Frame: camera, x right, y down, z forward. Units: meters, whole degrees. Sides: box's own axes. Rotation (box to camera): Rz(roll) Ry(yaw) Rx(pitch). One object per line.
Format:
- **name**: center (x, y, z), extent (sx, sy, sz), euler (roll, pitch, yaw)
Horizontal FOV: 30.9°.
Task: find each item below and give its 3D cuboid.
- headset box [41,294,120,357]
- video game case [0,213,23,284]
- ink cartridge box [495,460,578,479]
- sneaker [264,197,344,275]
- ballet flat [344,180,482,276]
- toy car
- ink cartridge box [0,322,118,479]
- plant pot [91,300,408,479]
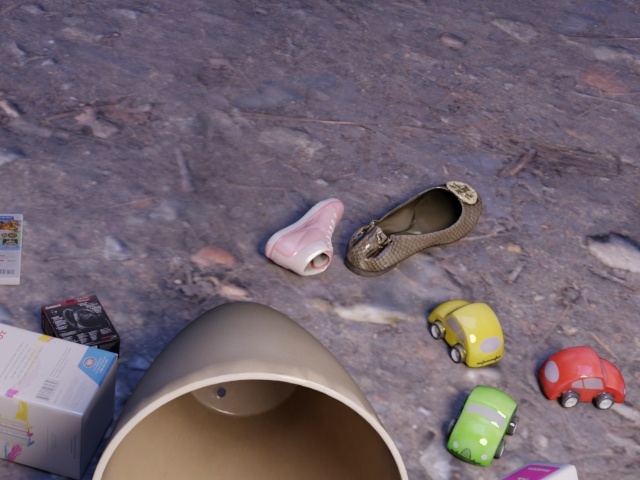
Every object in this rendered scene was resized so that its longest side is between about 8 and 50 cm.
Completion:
- **headset box**: center (-0.258, 0.095, 1.236), extent (0.062, 0.032, 0.083), euler (-12, 42, -29)
- **video game case**: center (-0.389, 0.008, 1.335), extent (0.087, 0.011, 0.122), euler (1, 38, -13)
- **ink cartridge box**: center (0.101, 0.317, 0.917), extent (0.311, 0.185, 0.065), euler (-19, 7, -35)
- **sneaker**: center (0.000, 0.000, 1.414), extent (0.070, 0.051, 0.134), euler (33, 45, 24)
- **ballet flat**: center (0.125, -0.026, 1.471), extent (0.084, 0.058, 0.250), euler (37, 44, 29)
- **toy car**: center (0.202, 0.155, 1.256), extent (0.239, 0.053, 0.225), euler (23, 38, 16)
- **ink cartridge box**: center (-0.279, 0.150, 1.109), extent (0.143, 0.089, 0.092), euler (14, 37, 6)
- **plant pot**: center (-0.067, 0.170, 1.044), extent (0.257, 0.256, 0.274), euler (5, 20, -8)
